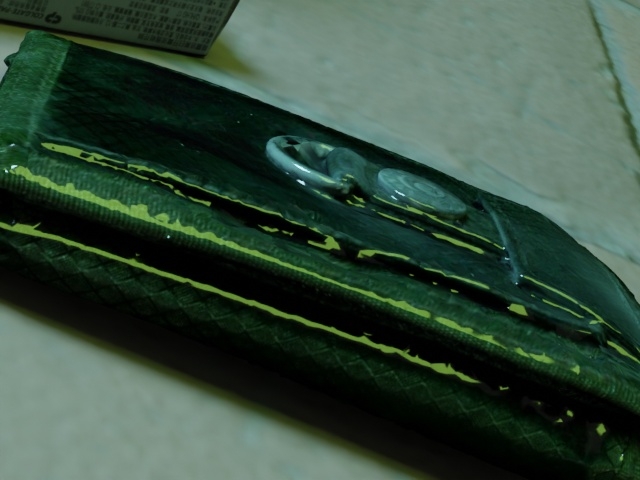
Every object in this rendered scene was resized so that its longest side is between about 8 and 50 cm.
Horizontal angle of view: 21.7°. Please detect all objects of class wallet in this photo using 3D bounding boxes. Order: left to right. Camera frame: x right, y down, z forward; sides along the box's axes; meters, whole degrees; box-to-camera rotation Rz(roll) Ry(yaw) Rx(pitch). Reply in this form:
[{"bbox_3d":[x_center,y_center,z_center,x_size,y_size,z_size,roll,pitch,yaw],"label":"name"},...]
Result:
[{"bbox_3d":[0.001,-0.002,0.550,0.236,0.055,0.160,24,19,-11],"label":"wallet"}]

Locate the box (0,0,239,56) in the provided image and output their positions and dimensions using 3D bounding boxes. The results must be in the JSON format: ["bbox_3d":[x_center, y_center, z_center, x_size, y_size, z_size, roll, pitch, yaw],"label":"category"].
[{"bbox_3d":[-0.129,-0.113,0.625,0.218,0.039,0.055,5,34,-43],"label":"box"}]
